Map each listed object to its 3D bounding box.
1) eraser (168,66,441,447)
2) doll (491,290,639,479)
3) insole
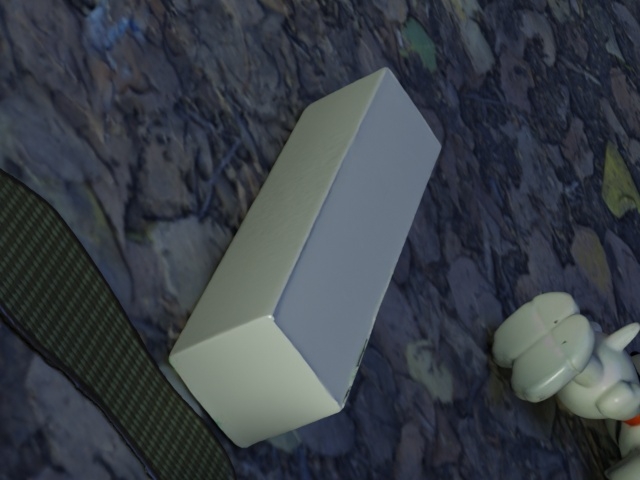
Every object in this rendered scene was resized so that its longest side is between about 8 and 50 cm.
[{"bbox_3d":[0.000,0.000,0.948,0.076,0.078,0.298,53,33,-20],"label":"eraser"},{"bbox_3d":[0.259,0.161,1.209,0.271,0.144,0.208,26,28,-52],"label":"doll"},{"bbox_3d":[-0.119,0.056,0.795,0.253,0.005,0.086,55,33,-19],"label":"insole"}]
